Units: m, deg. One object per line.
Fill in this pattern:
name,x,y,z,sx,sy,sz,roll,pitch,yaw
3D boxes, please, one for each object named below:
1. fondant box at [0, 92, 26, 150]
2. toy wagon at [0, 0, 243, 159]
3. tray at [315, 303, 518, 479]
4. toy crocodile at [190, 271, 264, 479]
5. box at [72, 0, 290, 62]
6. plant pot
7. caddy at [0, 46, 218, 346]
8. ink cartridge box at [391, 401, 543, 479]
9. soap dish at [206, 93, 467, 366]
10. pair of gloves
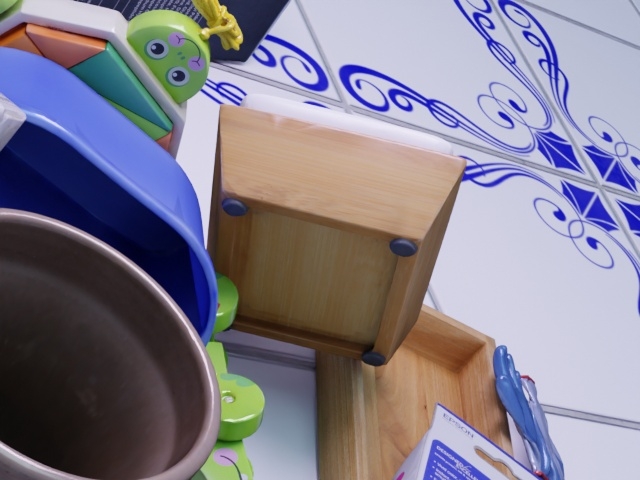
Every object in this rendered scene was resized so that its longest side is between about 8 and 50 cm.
fondant box,-0.422,-0.103,1.149,0.330,0.238,0.096,39,1,0
toy wagon,-0.228,-0.117,1.392,0.267,0.344,0.068,53,22,-33
tray,0.097,0.217,1.584,0.203,0.076,0.411,27,33,-21
toy crocodile,-0.119,0.137,1.422,0.105,0.115,0.340,-2,44,-16
box,-0.243,-0.401,1.898,0.395,0.212,0.293,0,48,-46
plant pot,-0.238,0.147,1.162,0.263,0.229,0.263,27,32,-19
caddy,-0.242,0.003,1.316,0.341,0.241,0.179,40,23,-26
ink cartridge box,0.132,0.291,1.368,0.176,0.069,0.371,37,25,-4
soap dish,0.000,0.000,1.503,0.229,0.291,0.118,14,57,2
pair of gloves,0.225,0.201,1.695,0.198,0.023,0.159,43,29,-60
